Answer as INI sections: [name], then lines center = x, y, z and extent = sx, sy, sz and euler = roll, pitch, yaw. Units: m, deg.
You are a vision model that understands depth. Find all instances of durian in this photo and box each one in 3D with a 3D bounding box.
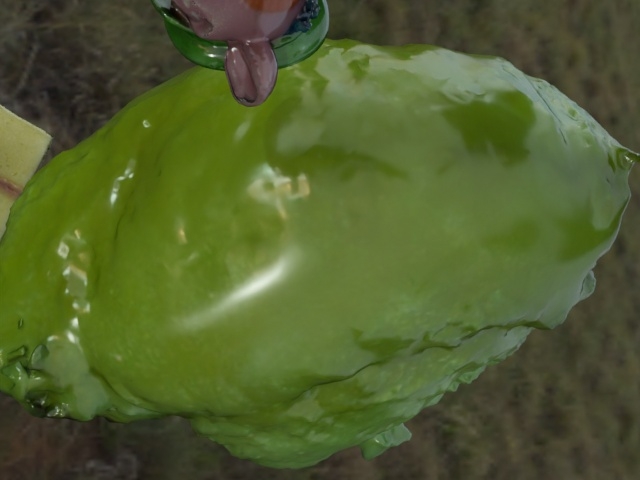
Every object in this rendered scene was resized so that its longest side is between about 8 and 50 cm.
[durian]
center = 0.000, 0.000, 0.671
extent = 0.256, 0.339, 0.204
euler = 41, 21, -39

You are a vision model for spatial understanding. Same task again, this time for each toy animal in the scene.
[toy animal]
center = -0.004, -0.139, 0.410
extent = 0.208, 0.103, 0.100
euler = 103, -17, -47

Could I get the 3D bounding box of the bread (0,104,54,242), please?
[bread]
center = -0.438, -0.092, 1.253
extent = 0.264, 0.163, 0.168
euler = 34, 63, -26
